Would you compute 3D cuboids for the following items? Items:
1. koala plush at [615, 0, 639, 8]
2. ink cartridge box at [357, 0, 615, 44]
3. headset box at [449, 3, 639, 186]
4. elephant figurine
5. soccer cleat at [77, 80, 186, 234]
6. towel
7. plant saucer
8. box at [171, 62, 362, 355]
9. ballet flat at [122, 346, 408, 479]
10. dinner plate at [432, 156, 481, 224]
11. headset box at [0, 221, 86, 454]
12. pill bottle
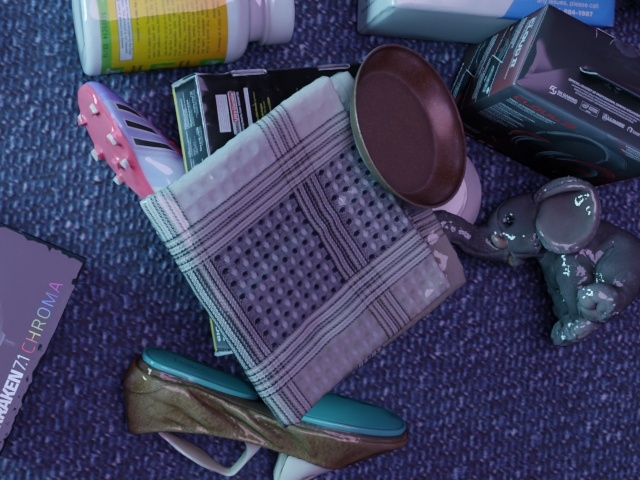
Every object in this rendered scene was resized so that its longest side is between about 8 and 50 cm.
[{"bbox_3d":[0.466,-0.374,1.692,0.221,0.196,0.203,-40,106,-17],"label":"koala plush"},{"bbox_3d":[0.205,-0.451,1.639,0.286,0.166,0.394,3,86,-14],"label":"ink cartridge box"},{"bbox_3d":[0.296,-0.164,1.579,0.218,0.293,0.110,25,81,-12],"label":"headset box"},{"bbox_3d":[0.288,-0.003,1.644,0.239,0.169,0.186,52,42,6],"label":"elephant figurine"},{"bbox_3d":[-0.192,-0.091,1.571,0.095,0.083,0.248,-39,97,-28],"label":"soccer cleat"},{"bbox_3d":[0.000,0.000,1.503,0.324,0.056,0.312,-38,103,-30],"label":"towel"},{"bbox_3d":[0.095,-0.129,1.542,0.199,0.036,0.198,19,63,-43],"label":"plant saucer"},{"bbox_3d":[-0.025,-0.044,1.570,0.257,0.079,0.322,-9,89,-30],"label":"box"},{"bbox_3d":[-0.072,0.226,1.568,0.342,0.116,0.124,15,103,-12],"label":"ballet flat"},{"bbox_3d":[0.139,-0.060,1.677,0.141,0.017,0.141,1,88,-13],"label":"dinner plate"},{"bbox_3d":[-0.439,0.077,1.467,0.283,0.131,0.246,25,81,-11],"label":"headset box"},{"bbox_3d":[-0.161,-0.270,1.553,0.246,0.136,0.136,-7,88,-14],"label":"pill bottle"}]
